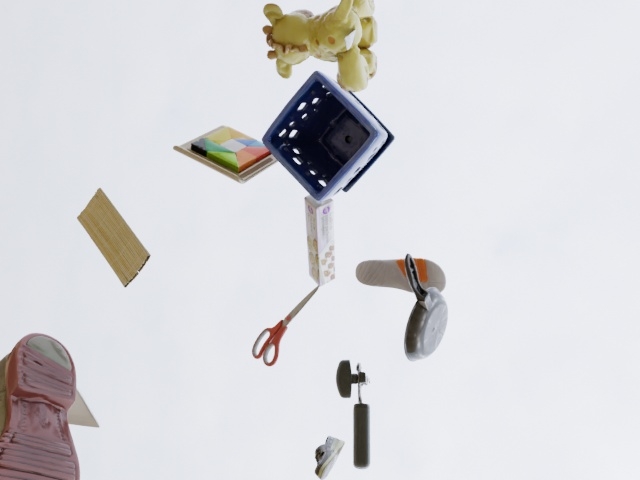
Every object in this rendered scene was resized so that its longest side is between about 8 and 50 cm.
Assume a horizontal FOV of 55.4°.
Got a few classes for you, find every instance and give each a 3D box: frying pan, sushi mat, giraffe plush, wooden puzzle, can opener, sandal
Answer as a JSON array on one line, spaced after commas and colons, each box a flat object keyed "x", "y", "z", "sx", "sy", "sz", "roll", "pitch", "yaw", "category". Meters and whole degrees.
[{"x": 0.271, "y": 0.157, "z": 1.520, "sx": 0.053, "sy": 0.197, "sz": 0.326, "roll": 17, "pitch": -62, "yaw": 34, "category": "frying pan"}, {"x": -0.658, "y": -0.011, "z": 1.930, "sx": 0.151, "sy": 0.019, "sz": 0.316, "roll": -49, "pitch": -112, "yaw": 18, "category": "sushi mat"}, {"x": -0.005, "y": -0.349, "z": 1.058, "sx": 0.170, "sy": 0.210, "sz": 0.182, "roll": 4, "pitch": -74, "yaw": 19, "category": "giraffe plush"}, {"x": -0.233, "y": -0.240, "z": 1.614, "sx": 0.221, "sy": 0.238, "sz": 0.044, "roll": 27, "pitch": -56, "yaw": 18, "category": "wooden puzzle"}, {"x": 0.093, "y": 0.460, "z": 1.624, "sx": 0.074, "sy": 0.093, "sz": 0.280, "roll": 81, "pitch": 5, "yaw": -66, "category": "can opener"}, {"x": 0.234, "y": 0.093, "z": 1.749, "sx": 0.265, "sy": 0.076, "sz": 0.102, "roll": 6, "pitch": -86, "yaw": 23, "category": "sandal"}]

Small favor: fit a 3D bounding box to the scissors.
[{"x": -0.108, "y": 0.232, "z": 1.771, "sx": 0.109, "sy": 0.021, "sz": 0.297, "roll": 38, "pitch": -78, "yaw": 45, "category": "scissors"}]

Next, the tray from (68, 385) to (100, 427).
[{"x": -0.735, "y": 0.439, "z": 1.751, "sx": 0.145, "sy": 0.030, "sz": 0.270, "roll": 2, "pitch": -52, "yaw": 17, "category": "tray"}]

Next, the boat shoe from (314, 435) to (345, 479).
[{"x": 0.015, "y": 0.699, "z": 1.974, "sx": 0.073, "sy": 0.223, "sz": 0.080, "roll": 24, "pitch": -77, "yaw": 15, "category": "boat shoe"}]

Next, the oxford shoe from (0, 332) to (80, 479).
[{"x": -0.402, "y": 0.293, "z": 0.799, "sx": 0.130, "sy": 0.123, "sz": 0.348, "roll": -36, "pitch": -142, "yaw": 18, "category": "oxford shoe"}]

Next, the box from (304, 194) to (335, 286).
[{"x": 0.000, "y": 0.000, "z": 1.792, "sx": 0.067, "sy": 0.063, "sz": 0.324, "roll": 44, "pitch": -30, "yaw": 36, "category": "box"}]

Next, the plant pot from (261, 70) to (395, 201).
[{"x": 0.036, "y": -0.257, "z": 1.540, "sx": 0.236, "sy": 0.212, "sz": 0.236, "roll": 49, "pitch": -66, "yaw": 14, "category": "plant pot"}]
